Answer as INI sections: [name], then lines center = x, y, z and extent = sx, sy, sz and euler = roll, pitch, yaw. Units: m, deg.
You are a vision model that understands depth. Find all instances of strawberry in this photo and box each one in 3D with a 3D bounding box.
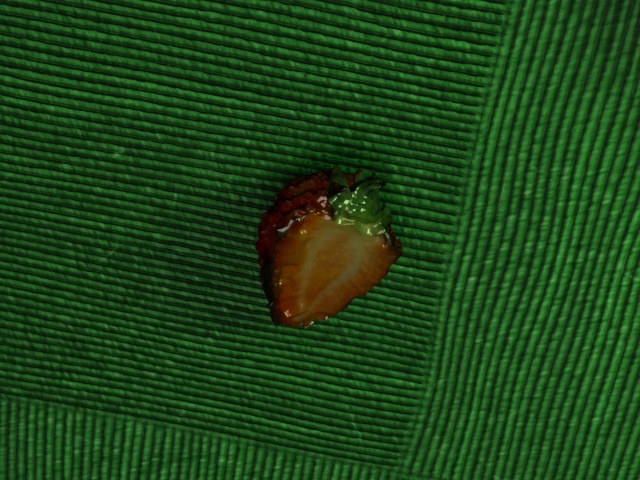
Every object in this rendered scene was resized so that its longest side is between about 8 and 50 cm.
[strawberry]
center = 0.002, -0.002, 1.561
extent = 0.140, 0.085, 0.192
euler = -16, 142, 1
